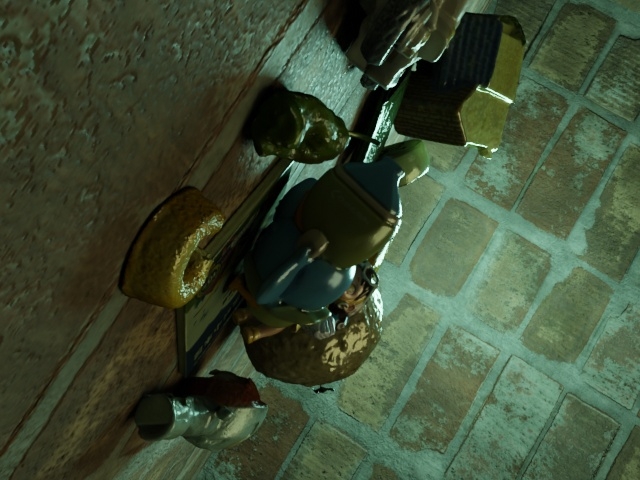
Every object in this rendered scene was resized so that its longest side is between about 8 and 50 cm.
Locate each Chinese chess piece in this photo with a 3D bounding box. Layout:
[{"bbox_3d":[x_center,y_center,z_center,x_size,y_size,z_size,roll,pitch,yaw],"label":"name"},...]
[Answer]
[{"bbox_3d":[0.170,-0.184,1.298,0.188,0.083,0.188,-19,-163,6],"label":"Chinese chess piece"}]

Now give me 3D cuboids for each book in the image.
[{"bbox_3d":[-0.122,0.050,0.736,0.228,0.018,0.322,-55,173,-31],"label":"book"}]

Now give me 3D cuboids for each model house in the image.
[{"bbox_3d":[0.282,-0.366,1.210,0.266,0.261,0.321,-9,113,-51],"label":"model house"}]

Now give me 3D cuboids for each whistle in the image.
[{"bbox_3d":[-0.182,0.265,0.839,0.346,0.142,0.134,59,52,-71],"label":"whistle"}]

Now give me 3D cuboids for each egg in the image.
[{"bbox_3d":[-0.010,0.149,1.055,0.310,0.279,0.279,-17,142,-52],"label":"egg"}]

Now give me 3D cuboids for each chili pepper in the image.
[{"bbox_3d":[-0.012,-0.112,0.559,0.072,0.073,0.204,-42,169,20],"label":"chili pepper"}]

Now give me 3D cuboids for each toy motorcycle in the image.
[{"bbox_3d":[0.117,-0.274,0.615,0.223,0.108,0.341,-51,-177,13],"label":"toy motorcycle"}]

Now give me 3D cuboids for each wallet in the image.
[{"bbox_3d":[0.116,-0.239,1.108,0.160,0.055,0.236,-61,173,-35],"label":"wallet"}]

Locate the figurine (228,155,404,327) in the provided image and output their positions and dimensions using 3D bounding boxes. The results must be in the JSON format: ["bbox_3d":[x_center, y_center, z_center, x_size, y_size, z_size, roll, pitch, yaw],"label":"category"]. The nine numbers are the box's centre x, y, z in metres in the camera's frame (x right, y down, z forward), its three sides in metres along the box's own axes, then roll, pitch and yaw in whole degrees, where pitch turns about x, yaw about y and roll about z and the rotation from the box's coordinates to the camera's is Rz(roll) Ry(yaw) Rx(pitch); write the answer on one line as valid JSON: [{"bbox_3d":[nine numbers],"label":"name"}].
[{"bbox_3d":[0.003,0.003,0.700,0.262,0.154,0.180,-46,-160,1],"label":"figurine"}]

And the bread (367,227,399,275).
[{"bbox_3d":[0.062,0.045,1.430,0.358,0.204,0.337,-52,167,-37],"label":"bread"}]

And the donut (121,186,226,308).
[{"bbox_3d":[-0.118,0.012,0.443,0.097,0.043,0.108,-54,169,-47],"label":"donut"}]

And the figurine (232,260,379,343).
[{"bbox_3d":[-0.019,0.091,0.860,0.240,0.175,0.116,-15,150,-35],"label":"figurine"}]
